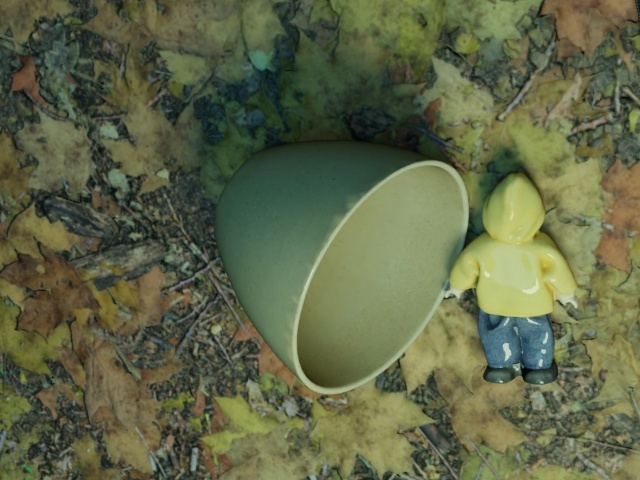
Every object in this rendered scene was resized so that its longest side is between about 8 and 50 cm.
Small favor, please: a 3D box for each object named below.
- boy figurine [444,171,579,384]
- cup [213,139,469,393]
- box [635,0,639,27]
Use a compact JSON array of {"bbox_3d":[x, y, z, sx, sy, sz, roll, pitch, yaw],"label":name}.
[{"bbox_3d":[0.251,0.049,1.603,0.177,0.092,0.285,-3,104,19],"label":"boy figurine"},{"bbox_3d":[0.000,0.000,1.577,0.237,0.331,0.331,32,115,33],"label":"cup"},{"bbox_3d":[0.487,-0.272,1.375,0.270,0.060,0.216,4,110,53],"label":"box"}]
